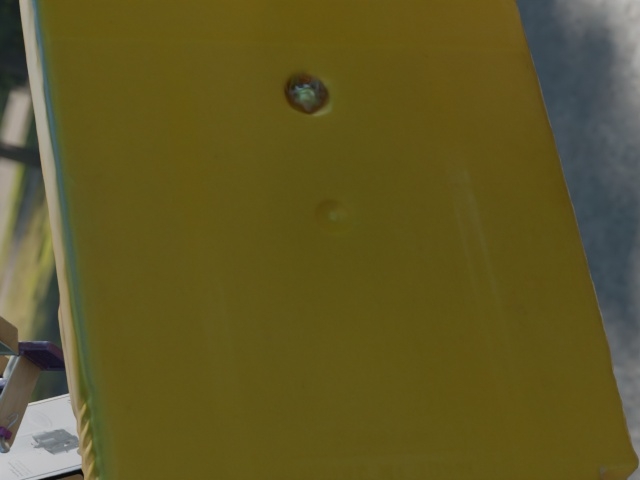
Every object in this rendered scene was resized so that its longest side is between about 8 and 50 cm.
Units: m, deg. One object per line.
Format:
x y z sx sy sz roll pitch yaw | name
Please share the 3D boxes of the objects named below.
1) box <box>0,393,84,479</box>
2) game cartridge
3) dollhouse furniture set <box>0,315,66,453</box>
-0.293 0.218 1.630 0.169 0.290 0.087 24 122 57 | box
0.000 0.000 1.027 0.052 0.285 0.323 122 142 -56 | game cartridge
-0.251 0.097 1.402 0.091 0.114 0.081 -2 58 41 | dollhouse furniture set
